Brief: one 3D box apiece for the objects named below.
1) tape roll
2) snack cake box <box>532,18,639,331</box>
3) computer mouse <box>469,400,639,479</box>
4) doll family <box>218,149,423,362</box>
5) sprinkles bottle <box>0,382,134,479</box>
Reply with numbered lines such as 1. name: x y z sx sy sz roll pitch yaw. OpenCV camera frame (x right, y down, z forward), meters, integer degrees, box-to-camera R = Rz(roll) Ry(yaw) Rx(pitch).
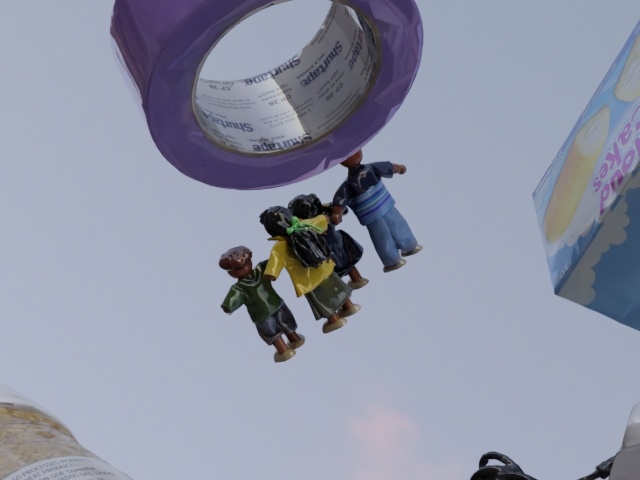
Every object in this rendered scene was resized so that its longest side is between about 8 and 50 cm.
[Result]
1. tape roll: -0.035 -0.128 1.267 0.080 0.189 0.189 -118 -147 -41
2. snack cake box: 0.261 -0.083 1.427 0.089 0.152 0.264 23 -63 -13
3. computer mouse: 0.156 0.090 0.824 0.042 0.193 0.106 55 -12 42
4. doll family: 0.000 0.000 1.505 0.076 0.193 0.111 -18 -72 43
5. sprinkles bottle: -0.097 0.161 0.845 0.355 0.121 0.121 23 -51 55
